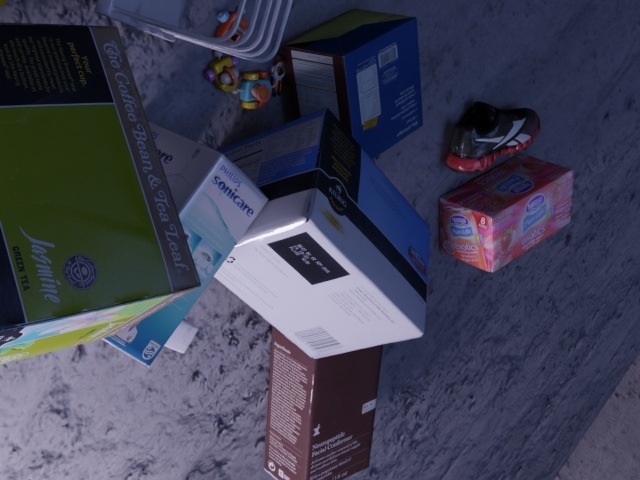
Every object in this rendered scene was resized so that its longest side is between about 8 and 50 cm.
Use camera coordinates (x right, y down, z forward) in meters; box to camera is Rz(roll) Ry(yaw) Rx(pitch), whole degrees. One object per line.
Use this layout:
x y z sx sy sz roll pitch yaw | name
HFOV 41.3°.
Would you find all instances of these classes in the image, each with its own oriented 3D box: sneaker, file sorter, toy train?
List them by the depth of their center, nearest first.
-0.140 -0.346 1.102 0.277 0.173 0.193 -44 152 -80 | file sorter
-0.113 -0.281 1.345 0.166 0.046 0.125 39 83 -43 | toy train
0.379 -0.243 1.821 0.276 0.097 0.135 -28 129 -31 | sneaker

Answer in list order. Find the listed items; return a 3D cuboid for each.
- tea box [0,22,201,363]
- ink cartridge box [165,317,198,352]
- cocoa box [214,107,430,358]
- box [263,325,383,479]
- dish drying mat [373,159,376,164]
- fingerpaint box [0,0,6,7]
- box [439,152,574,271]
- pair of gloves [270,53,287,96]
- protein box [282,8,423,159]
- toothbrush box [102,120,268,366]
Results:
-0.356 -0.042 0.928 0.323 0.220 0.329 -10 77 -42 | tea box
-0.270 0.127 1.360 0.122 0.088 0.052 33 85 -48 | ink cartridge box
0.000 0.000 1.384 0.347 0.231 0.228 44 41 -40 | cocoa box
0.008 0.296 1.685 0.191 0.143 0.382 -15 117 -39 | box
0.096 -0.142 1.655 0.032 0.008 0.083 -45 135 -19 | dish drying mat
-0.384 -0.507 0.885 0.445 0.163 0.371 -54 138 -13 | fingerpaint box
0.419 -0.067 1.907 0.299 0.154 0.142 -27 126 -33 | box
-0.051 -0.276 1.442 0.083 0.010 0.074 0 109 -46 | pair of gloves
0.061 -0.262 1.452 0.199 0.136 0.201 -36 132 -37 | protein box
-0.254 -0.006 1.220 0.296 0.216 0.126 -57 138 -10 | toothbrush box
